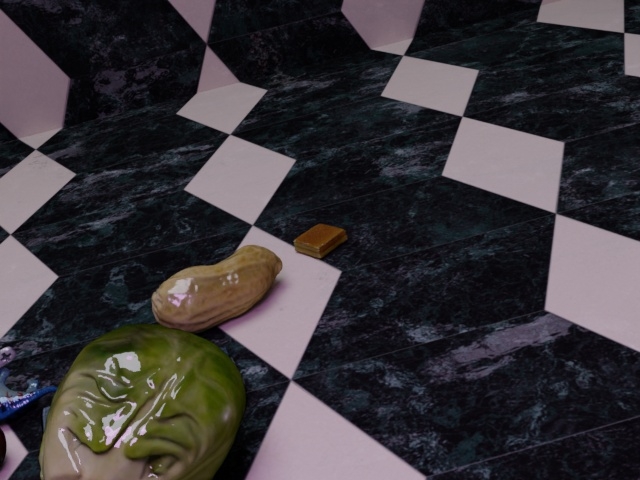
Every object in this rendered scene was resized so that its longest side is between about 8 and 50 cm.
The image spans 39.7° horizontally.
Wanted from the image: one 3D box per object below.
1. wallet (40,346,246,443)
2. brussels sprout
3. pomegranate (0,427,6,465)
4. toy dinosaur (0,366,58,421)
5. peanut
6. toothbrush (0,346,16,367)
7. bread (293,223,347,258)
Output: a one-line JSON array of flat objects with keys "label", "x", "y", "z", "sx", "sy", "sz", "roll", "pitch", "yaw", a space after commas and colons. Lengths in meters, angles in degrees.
[{"label": "wallet", "x": -0.330, "y": 0.305, "z": 1.644, "sx": 0.378, "sy": 0.046, "sz": 0.191, "roll": -19, "pitch": 28, "yaw": -10}, {"label": "brussels sprout", "x": -0.289, "y": 0.299, "z": 1.398, "sx": 0.289, "sy": 0.281, "sz": 0.355, "roll": 25, "pitch": 39, "yaw": 3}, {"label": "pomegranate", "x": -0.617, "y": 0.378, "z": 1.552, "sx": 0.129, "sy": 0.129, "sz": 0.159, "roll": -17, "pitch": 29, "yaw": -8}, {"label": "toy dinosaur", "x": -0.629, "y": 0.310, "z": 1.726, "sx": 0.329, "sy": 0.076, "sz": 0.144, "roll": -21, "pitch": 34, "yaw": 2}, {"label": "peanut", "x": -0.213, "y": 0.099, "z": 1.876, "sx": 0.305, "sy": 0.147, "sz": 0.147, "roll": -22, "pitch": 30, "yaw": -23}, {"label": "toothbrush", "x": -0.774, "y": 0.323, "z": 1.715, "sx": 0.418, "sy": 0.042, "sz": 0.040, "roll": -33, "pitch": 37, "yaw": -6}, {"label": "bread", "x": 0.000, "y": 0.000, "z": 2.065, "sx": 0.090, "sy": 0.035, "sz": 0.094, "roll": 17, "pitch": 41, "yaw": 42}]
